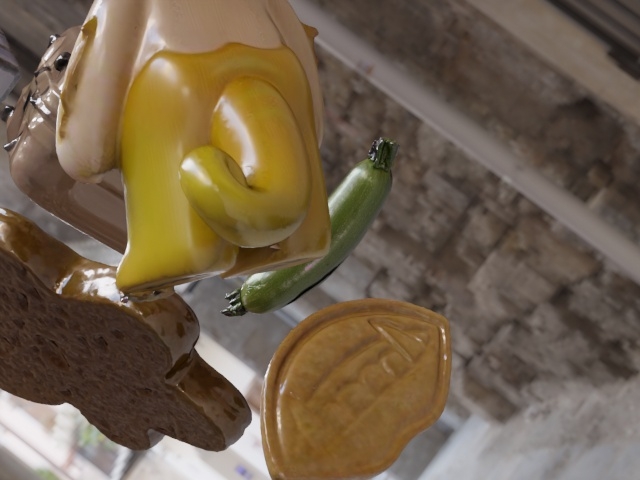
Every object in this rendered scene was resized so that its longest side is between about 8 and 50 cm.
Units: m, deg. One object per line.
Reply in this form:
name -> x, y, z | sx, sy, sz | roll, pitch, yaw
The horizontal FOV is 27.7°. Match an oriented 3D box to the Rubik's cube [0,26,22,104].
Rubik's cube -> -0.526, -0.211, 1.520 | 0.238, 0.237, 0.237 | 26, -71, -40

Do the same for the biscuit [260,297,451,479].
biscuit -> 0.029, 0.123, 1.096 | 0.221, 0.142, 0.029 | -36, -15, -30

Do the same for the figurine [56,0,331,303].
figurine -> -0.051, -0.109, 0.381 | 0.156, 0.246, 0.131 | -11, -7, -39

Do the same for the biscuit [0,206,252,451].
biscuit -> -0.145, 0.045, 0.698 | 0.039, 0.236, 0.180 | -58, -39, -31

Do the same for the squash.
squash -> 0.002, 0.000, 1.670 | 0.318, 0.071, 0.080 | -46, -35, 8

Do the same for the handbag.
handbag -> -0.149, -0.070, 1.207 | 0.149, 0.283, 0.302 | -55, 19, 3
